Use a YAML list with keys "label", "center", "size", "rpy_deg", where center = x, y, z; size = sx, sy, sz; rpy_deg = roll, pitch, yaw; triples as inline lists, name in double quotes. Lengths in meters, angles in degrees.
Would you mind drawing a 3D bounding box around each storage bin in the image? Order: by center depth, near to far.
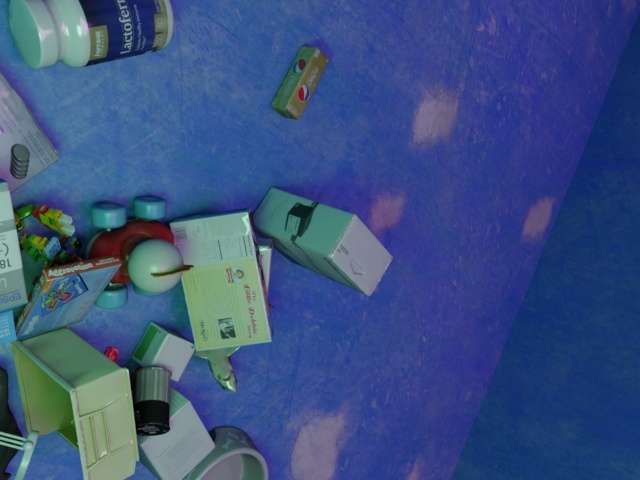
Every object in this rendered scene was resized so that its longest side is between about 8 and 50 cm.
- label: "storage bin"
  center: [-0.502, 0.343, 1.362]
  size: [0.123, 0.262, 0.261]
  rpy_deg: [-20, 119, -43]

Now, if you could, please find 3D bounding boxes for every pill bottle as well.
- label: "pill bottle"
  center: [-0.421, -0.407, 1.232]
  size: [0.264, 0.153, 0.153]
  rpy_deg: [-27, 123, -36]

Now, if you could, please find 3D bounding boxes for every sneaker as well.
- label: "sneaker"
  center: [-0.665, 0.379, 1.340]
  size: [0.130, 0.109, 0.287]
  rpy_deg: [0, 113, -56]

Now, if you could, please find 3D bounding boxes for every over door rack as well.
- label: "over door rack"
  center: [-0.685, 0.477, 1.226]
  size: [0.239, 0.108, 0.325]
  rpy_deg: [20, 100, -11]

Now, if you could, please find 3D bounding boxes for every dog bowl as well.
- label: "dog bowl"
  center: [-0.289, 0.697, 1.843]
  size: [0.348, 0.102, 0.349]
  rpy_deg: [-21, 120, -40]

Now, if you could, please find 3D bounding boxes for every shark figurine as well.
- label: "shark figurine"
  center: [-0.239, 0.257, 1.749]
  size: [0.116, 0.166, 0.278]
  rpy_deg: [89, 21, -58]

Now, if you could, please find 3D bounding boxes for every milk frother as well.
- label: "milk frother"
  center: [-0.394, 0.346, 1.469]
  size: [0.129, 0.135, 0.143]
  rpy_deg: [1, 146, -13]

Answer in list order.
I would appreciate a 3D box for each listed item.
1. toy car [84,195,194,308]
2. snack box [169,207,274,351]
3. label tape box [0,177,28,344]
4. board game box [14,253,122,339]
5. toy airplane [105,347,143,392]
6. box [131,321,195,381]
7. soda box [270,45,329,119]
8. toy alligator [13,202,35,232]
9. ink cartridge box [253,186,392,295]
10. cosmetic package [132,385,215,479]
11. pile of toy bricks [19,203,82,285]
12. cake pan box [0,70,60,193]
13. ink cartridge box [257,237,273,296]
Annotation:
- label: "toy car"
  center: [-0.349, 0.042, 1.404]
  size: [0.210, 0.237, 0.219]
  rpy_deg: [-17, 117, -52]
- label: "snack box"
  center: [-0.228, 0.095, 1.567]
  size: [0.060, 0.186, 0.322]
  rpy_deg: [-78, 160, -76]
- label: "label tape box"
  center: [-0.637, 0.073, 1.124]
  size: [0.240, 0.105, 0.334]
  rpy_deg: [-18, 115, -41]
- label: "board game box"
  center: [-0.503, 0.114, 1.303]
  size: [0.145, 0.281, 0.027]
  rpy_deg: [-15, 71, -43]
- label: "toy airplane"
  center: [-0.478, 0.326, 1.552]
  size: [0.151, 0.028, 0.151]
  rpy_deg: [-21, 121, -39]
- label: "box"
  center: [-0.374, 0.267, 1.593]
  size: [0.102, 0.087, 0.101]
  rpy_deg: [37, 78, -47]
- label: "soda box"
  center: [-0.052, -0.400, 1.686]
  size: [0.058, 0.061, 0.181]
  rpy_deg: [35, 79, -48]
- label: "toy alligator"
  center: [-0.621, -0.005, 1.261]
  size: [0.051, 0.056, 0.190]
  rpy_deg: [36, 76, -4]
- label: "ink cartridge box"
  center: [0.000, 0.000, 1.714]
  size: [0.129, 0.307, 0.223]
  rpy_deg: [-58, 137, -12]
- label: "cosmetic package"
  center: [-0.382, 0.466, 1.616]
  size: [0.151, 0.151, 0.184]
  rpy_deg: [-40, 132, -29]
- label: "pile of toy bricks"
  center: [-0.546, 0.023, 1.309]
  size: [0.212, 0.105, 0.118]
  rpy_deg: [105, 9, -56]
- label: "cake pan box"
  center: [-0.635, -0.182, 1.161]
  size: [0.246, 0.070, 0.267]
  rpy_deg: [-47, 134, -26]
- label: "ink cartridge box"
  center: [-0.203, 0.098, 1.648]
  size: [0.154, 0.093, 0.213]
  rpy_deg: [5, 106, -2]
